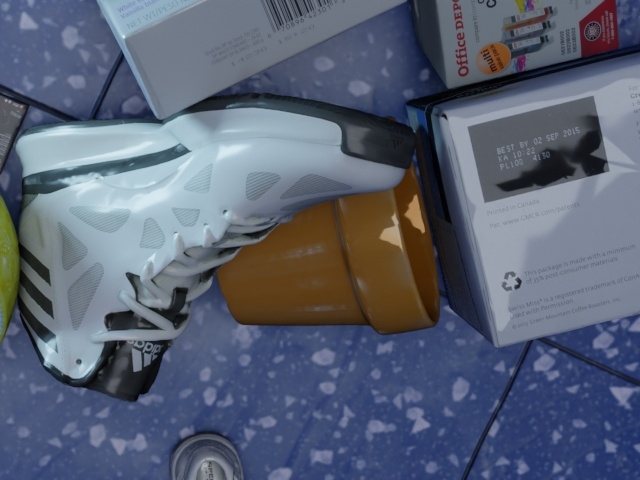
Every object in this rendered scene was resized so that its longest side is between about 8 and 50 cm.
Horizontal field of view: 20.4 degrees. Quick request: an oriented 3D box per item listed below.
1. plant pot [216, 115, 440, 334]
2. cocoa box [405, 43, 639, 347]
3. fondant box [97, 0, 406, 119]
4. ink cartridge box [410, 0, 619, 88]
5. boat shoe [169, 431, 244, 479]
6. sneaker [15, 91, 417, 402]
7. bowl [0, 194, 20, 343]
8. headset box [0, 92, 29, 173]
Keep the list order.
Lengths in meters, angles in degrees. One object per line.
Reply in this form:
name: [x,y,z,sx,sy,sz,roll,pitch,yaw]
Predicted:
plant pot: [0.000,0.000,1.710,0.188,0.205,0.205,-12,98,11]
cocoa box: [0.282,-0.061,1.707,0.347,0.228,0.231,-14,98,-5]
fondant box: [-0.095,-0.271,1.592,0.238,0.330,0.096,-26,129,-4]
ink cartridge box: [0.179,-0.243,1.708,0.176,0.127,0.128,-14,125,-4]
boat shoe: [-0.095,0.334,1.773,0.098,0.096,0.277,-15,98,-5]
sneaker: [-0.103,0.017,1.586,0.169,0.447,0.257,12,77,-48]
bowl: [-0.394,-0.027,1.653,0.289,0.289,0.156,31,50,-9]
headset box: [-0.327,-0.105,1.731,0.062,0.032,0.083,23,92,-9]
